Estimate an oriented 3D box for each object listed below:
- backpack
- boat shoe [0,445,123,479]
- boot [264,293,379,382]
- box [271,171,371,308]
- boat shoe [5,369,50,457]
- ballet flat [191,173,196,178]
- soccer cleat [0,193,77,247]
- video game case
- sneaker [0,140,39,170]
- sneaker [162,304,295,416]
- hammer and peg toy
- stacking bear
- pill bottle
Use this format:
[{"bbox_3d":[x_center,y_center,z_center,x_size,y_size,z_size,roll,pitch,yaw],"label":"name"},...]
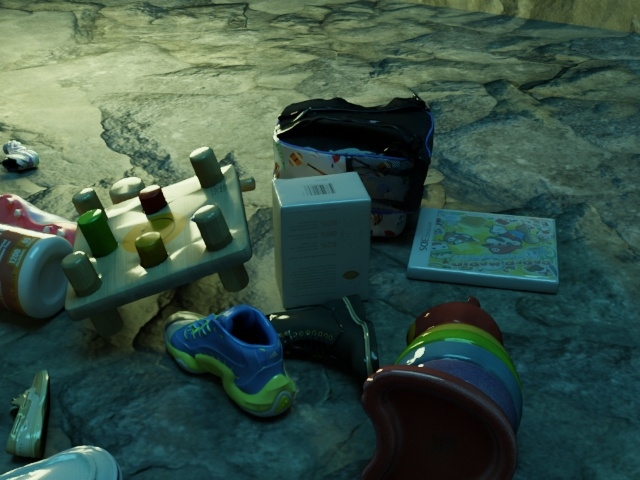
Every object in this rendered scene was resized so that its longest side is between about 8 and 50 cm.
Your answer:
[{"bbox_3d":[0.049,-0.135,1.539,0.263,0.213,0.276,12,24,4],"label":"backpack"},{"bbox_3d":[-0.332,0.273,0.847,0.135,0.157,0.367,20,35,31],"label":"boat shoe"},{"bbox_3d":[0.001,0.140,1.194,0.136,0.077,0.198,-8,17,-6],"label":"boot"},{"bbox_3d":[0.000,0.000,1.330,0.130,0.171,0.091,-5,31,-10],"label":"box"},{"bbox_3d":[-0.345,0.202,1.086,0.045,0.050,0.135,1,29,-11],"label":"boat shoe"},{"bbox_3d":[-0.216,-0.084,1.619,0.041,0.041,0.114,-12,31,-22],"label":"ballet flat"},{"bbox_3d":[-0.440,-0.013,1.464,0.248,0.083,0.095,19,4,39],"label":"soccer cleat"},{"bbox_3d":[0.261,0.011,1.464,0.226,0.026,0.206,6,30,9],"label":"video game case"},{"bbox_3d":[-0.590,-0.158,1.743,0.098,0.038,0.069,20,34,32],"label":"sneaker"},{"bbox_3d":[-0.118,0.118,1.162,0.091,0.126,0.240,-25,38,-38],"label":"sneaker"},{"bbox_3d":[-0.228,-0.035,1.319,0.265,0.127,0.361,-19,31,2],"label":"hammer and peg toy"},{"bbox_3d":[0.151,0.164,1.065,0.164,0.176,0.289,4,22,11],"label":"stacking bear"},{"bbox_3d":[-0.471,0.033,1.316,0.216,0.121,0.121,11,31,18],"label":"pill bottle"}]
